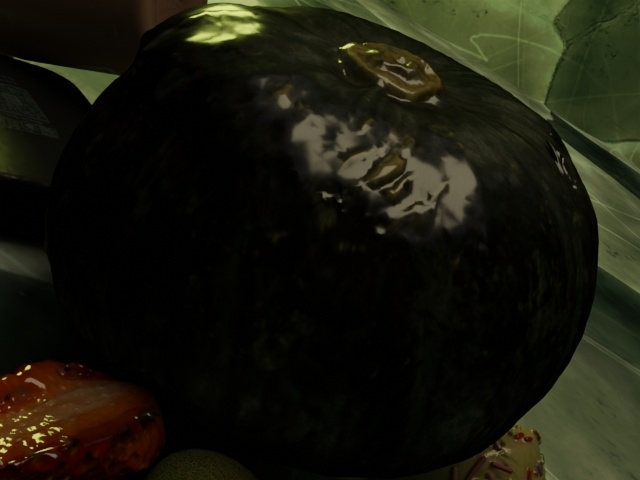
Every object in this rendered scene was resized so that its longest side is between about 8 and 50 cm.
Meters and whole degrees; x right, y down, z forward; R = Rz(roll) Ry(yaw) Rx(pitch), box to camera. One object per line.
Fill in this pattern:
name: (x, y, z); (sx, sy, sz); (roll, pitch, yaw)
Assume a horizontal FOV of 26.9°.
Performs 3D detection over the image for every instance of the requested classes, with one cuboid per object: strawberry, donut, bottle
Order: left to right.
strawberry: (-0.190, 0.139, 0.899); (0.121, 0.082, 0.188); (23, 21, 32)
bottle: (-0.280, -0.258, 1.418); (0.297, 0.206, 0.173); (9, 56, 15)
donut: (0.112, 0.192, 1.162); (0.166, 0.065, 0.108); (6, 9, 12)

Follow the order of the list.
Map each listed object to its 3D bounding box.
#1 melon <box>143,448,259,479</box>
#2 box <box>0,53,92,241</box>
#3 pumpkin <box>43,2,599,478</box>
melon: (-0.061, 0.210, 0.889); (0.099, 0.099, 0.162); (6, 37, -54)
box: (-0.309, -0.103, 1.271); (0.290, 0.073, 0.289); (12, 28, -46)
pumpkin: (0.000, 0.000, 1.096); (0.454, 0.344, 0.454); (16, 25, -8)
